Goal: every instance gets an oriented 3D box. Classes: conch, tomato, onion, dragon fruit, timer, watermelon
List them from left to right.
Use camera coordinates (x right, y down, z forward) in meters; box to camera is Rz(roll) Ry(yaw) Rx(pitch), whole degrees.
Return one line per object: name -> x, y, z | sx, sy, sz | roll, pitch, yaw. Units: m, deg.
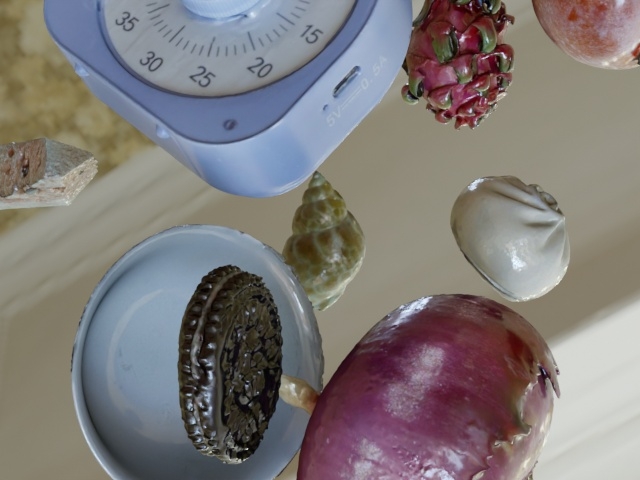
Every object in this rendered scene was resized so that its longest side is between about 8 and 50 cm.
watermelon -> -0.379, -0.094, 2.278 | 0.241, 0.154, 0.094 | 157, -62, -71
timer -> -0.080, -0.267, 1.747 | 0.395, 0.173, 0.395 | -9, -120, 15
conch -> 0.002, 0.014, 2.241 | 0.116, 0.106, 0.173 | 37, -86, 29
onion -> 0.103, 0.208, 1.799 | 0.358, 0.345, 0.358 | -35, 170, -8
dragon fruit -> 0.236, -0.322, 2.651 | 0.272, 0.198, 0.218 | -65, 175, 31
tomato -> 0.426, -0.383, 2.357 | 0.270, 0.270, 0.227 | -42, -120, -15

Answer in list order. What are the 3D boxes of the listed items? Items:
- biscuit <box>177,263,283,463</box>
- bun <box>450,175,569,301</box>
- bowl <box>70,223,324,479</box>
biscuit -> -0.086, 0.119, 1.569 | 0.053, 0.194, 0.194 | 4, -139, 20
bun -> 0.255, -0.014, 2.086 | 0.120, 0.173, 0.173 | -40, -157, 25
bowl -> -0.179, 0.153, 1.991 | 0.345, 0.345, 0.157 | -48, -158, -25
